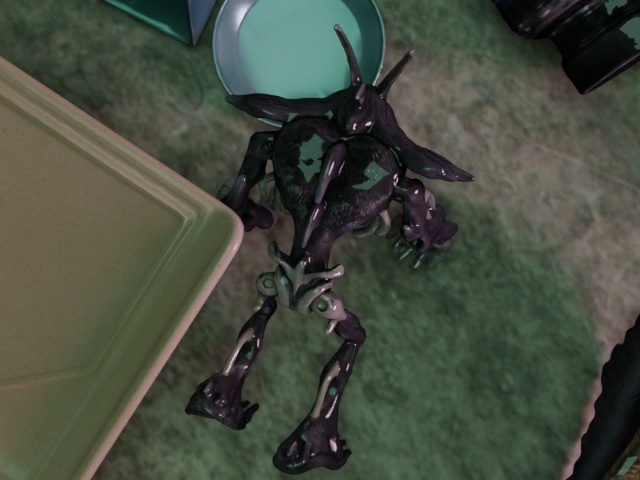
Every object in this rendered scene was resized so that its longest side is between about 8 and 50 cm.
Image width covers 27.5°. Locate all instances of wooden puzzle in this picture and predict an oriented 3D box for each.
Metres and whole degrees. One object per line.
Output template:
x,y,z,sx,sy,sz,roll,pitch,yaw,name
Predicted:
-0.195,0.018,0.808,0.238,0.044,0.221,34,96,8,wooden puzzle

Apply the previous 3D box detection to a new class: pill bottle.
0.150,-0.211,0.857,0.122,0.123,0.219,-33,87,0,pill bottle

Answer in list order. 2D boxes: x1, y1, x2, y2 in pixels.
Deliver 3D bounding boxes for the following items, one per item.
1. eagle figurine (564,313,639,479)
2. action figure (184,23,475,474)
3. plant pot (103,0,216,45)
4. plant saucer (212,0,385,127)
0.185,0.175,0.786,0.298,0.225,0.226,-31,95,-6,eagle figurine
0.000,0.000,0.844,0.164,0.141,0.276,19,103,5,action figure
-0.100,-0.286,0.854,0.165,0.166,0.234,28,78,3,plant pot
-0.015,-0.135,0.907,0.119,0.021,0.119,0,87,1,plant saucer
